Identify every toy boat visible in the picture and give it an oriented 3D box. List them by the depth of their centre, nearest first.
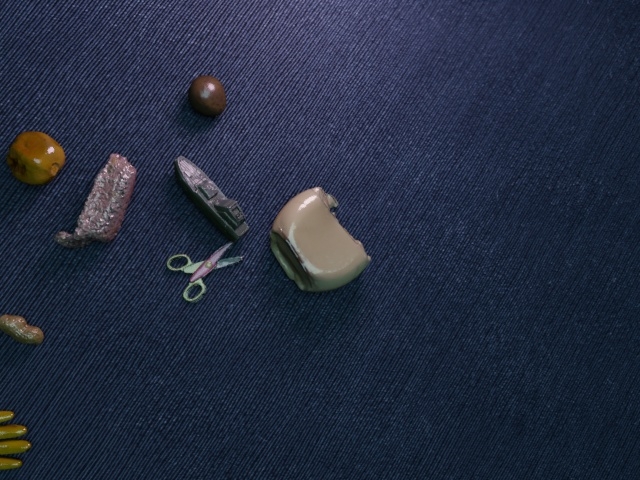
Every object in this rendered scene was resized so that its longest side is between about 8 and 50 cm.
[{"bbox_3d":[-0.280,-0.113,1.839,0.260,0.085,0.078,50,39,-6],"label":"toy boat"}]

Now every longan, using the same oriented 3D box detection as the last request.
[{"bbox_3d":[-0.289,-0.374,1.861,0.113,0.092,0.113,36,40,-36],"label":"longan"}]

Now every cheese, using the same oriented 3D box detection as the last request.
[{"bbox_3d":[0.000,0.000,1.886,0.233,0.127,0.266,-37,97,-18],"label":"cheese"}]

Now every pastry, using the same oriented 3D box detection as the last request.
[{"bbox_3d":[-0.529,-0.082,1.764,0.112,0.103,0.265,31,84,7],"label":"pastry"}]

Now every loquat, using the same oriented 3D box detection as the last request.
[{"bbox_3d":[-0.687,-0.199,1.731,0.137,0.113,0.137,-1,84,8],"label":"loquat"}]

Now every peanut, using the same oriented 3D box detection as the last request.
[{"bbox_3d":[-0.715,0.213,1.718,0.113,0.054,0.054,32,78,-12],"label":"peanut"}]

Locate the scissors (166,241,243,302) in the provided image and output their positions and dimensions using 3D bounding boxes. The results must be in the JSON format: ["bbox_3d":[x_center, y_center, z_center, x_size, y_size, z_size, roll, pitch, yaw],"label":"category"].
[{"bbox_3d":[-0.290,0.066,1.857,0.187,0.020,0.133,-29,96,-13],"label":"scissors"}]

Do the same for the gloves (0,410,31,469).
[{"bbox_3d":[-0.821,0.469,1.649,0.294,0.116,0.133,1,92,-21],"label":"gloves"}]
